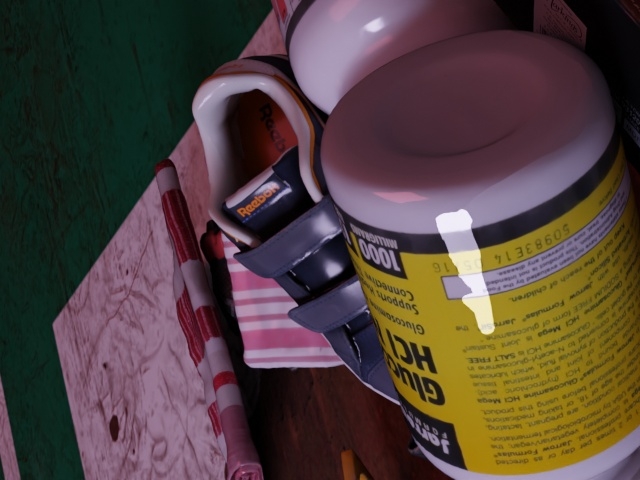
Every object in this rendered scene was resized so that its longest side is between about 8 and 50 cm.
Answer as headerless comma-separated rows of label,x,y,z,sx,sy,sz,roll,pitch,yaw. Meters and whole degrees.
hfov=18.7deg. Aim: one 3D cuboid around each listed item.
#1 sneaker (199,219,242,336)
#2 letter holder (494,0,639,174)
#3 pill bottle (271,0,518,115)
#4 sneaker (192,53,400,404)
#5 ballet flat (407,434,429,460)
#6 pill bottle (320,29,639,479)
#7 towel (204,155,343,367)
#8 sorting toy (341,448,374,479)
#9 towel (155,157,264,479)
sneaker,-0.017,0.025,1.736,0.276,0.097,0.135,-22,72,58
letter holder,0.223,-0.224,1.279,0.302,0.214,0.152,54,167,29
pill bottle,0.060,-0.217,1.500,0.210,0.210,0.363,-50,48,47
sneaker,0.000,0.000,1.516,0.126,0.127,0.321,-38,79,25
ballet flat,0.117,0.107,1.550,0.057,0.049,0.173,48,129,49
pill bottle,0.129,0.045,1.291,0.188,0.188,0.334,42,156,52
towel,-0.038,0.014,1.656,0.144,0.029,0.197,-8,94,51
sorting toy,0.070,0.319,1.541,0.047,0.196,0.348,-19,61,12
towel,-0.104,0.117,1.836,0.237,0.037,0.329,86,168,-60
